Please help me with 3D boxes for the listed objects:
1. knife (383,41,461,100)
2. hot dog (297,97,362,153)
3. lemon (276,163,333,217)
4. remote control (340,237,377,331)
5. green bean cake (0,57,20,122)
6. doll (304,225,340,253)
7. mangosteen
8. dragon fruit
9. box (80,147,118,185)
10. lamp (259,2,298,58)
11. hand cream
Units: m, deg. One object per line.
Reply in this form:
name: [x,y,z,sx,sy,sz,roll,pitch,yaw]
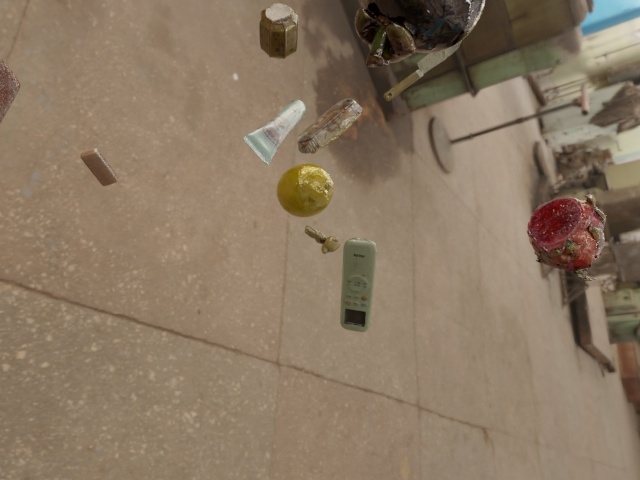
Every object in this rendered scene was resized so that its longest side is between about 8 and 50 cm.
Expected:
knife: [0.319,-0.540,1.757,0.047,0.298,0.017,56,16,-2]
hot dog: [0.028,-0.392,1.937,0.268,0.144,0.075,-41,120,-9]
lemon: [-0.047,-0.163,1.845,0.178,0.203,0.178,10,77,-48]
remote control: [0.100,0.123,1.516,0.038,0.090,0.309,-72,167,-55]
green bean cake: [-0.715,-0.325,1.196,0.135,0.056,0.135,86,16,-67]
doll: [0.006,-0.007,1.415,0.093,0.051,0.061,50,-13,13]
mangosteen: [0.162,-0.419,0.997,0.265,0.228,0.228,-54,139,3]
dragon fruit: [0.682,-0.025,1.560,0.147,0.211,0.282,53,24,-36]
box: [-0.579,-0.192,1.480,0.115,0.048,0.025,67,5,-49]
lamp: [-0.160,-0.805,2.172,0.185,0.161,0.161,96,1,-60]
hand cream: [-0.112,-0.289,1.463,0.085,0.058,0.331,50,35,-15]
